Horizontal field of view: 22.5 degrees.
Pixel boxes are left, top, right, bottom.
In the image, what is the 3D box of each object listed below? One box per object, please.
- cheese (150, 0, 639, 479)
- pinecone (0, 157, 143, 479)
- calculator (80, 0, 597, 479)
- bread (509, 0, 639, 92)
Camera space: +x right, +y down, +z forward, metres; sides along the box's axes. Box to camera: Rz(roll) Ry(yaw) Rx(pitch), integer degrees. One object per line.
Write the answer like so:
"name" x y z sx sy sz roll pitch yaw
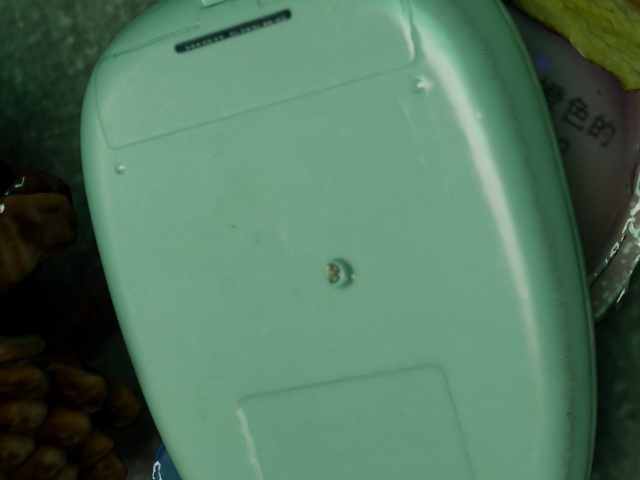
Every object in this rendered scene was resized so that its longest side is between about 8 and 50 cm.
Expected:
"cheese" 0.024 -0.002 0.620 0.189 0.074 0.286 30 100 24
"pinecone" -0.209 0.031 0.631 0.264 0.264 0.264 -3 83 24
"calculator" 0.000 0.000 0.566 0.184 0.042 0.295 -13 94 30
"bread" 0.082 -0.192 0.565 0.234 0.110 0.184 38 71 21
